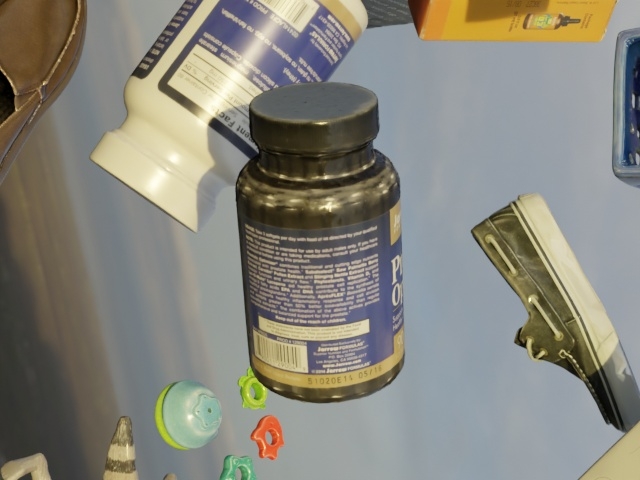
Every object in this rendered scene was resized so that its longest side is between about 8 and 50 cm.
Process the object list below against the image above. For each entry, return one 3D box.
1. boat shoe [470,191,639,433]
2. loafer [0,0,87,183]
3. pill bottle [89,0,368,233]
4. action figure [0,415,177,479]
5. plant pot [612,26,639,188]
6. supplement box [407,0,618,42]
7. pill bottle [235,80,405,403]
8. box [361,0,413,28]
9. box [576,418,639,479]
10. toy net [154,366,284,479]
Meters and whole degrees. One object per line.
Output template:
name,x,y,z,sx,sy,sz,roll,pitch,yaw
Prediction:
boat shoe,0.300,0.105,1.718,0.335,0.119,0.121,64,6,18
loafer,-0.387,-0.209,1.674,0.130,0.134,0.366,116,-7,-68
pill bottle,-0.088,-0.147,1.262,0.153,0.264,0.153,36,-3,3
action figure,-0.174,0.374,1.511,0.178,0.341,0.330,-78,163,-54
plant pot,0.570,-0.176,1.985,0.212,0.236,0.236,30,62,-58
supplement box,0.227,-0.285,1.594,0.078,0.233,0.080,104,-18,-47
pill bottle,0.000,0.000,1.005,0.123,0.123,0.219,-118,-157,-63
box,0.016,-0.528,2.102,0.472,0.480,0.297,1,-97,45
box,0.434,0.295,1.465,0.345,0.168,0.215,-51,-138,26
toy net,-0.084,0.245,1.324,0.045,0.122,0.232,-17,-97,44
